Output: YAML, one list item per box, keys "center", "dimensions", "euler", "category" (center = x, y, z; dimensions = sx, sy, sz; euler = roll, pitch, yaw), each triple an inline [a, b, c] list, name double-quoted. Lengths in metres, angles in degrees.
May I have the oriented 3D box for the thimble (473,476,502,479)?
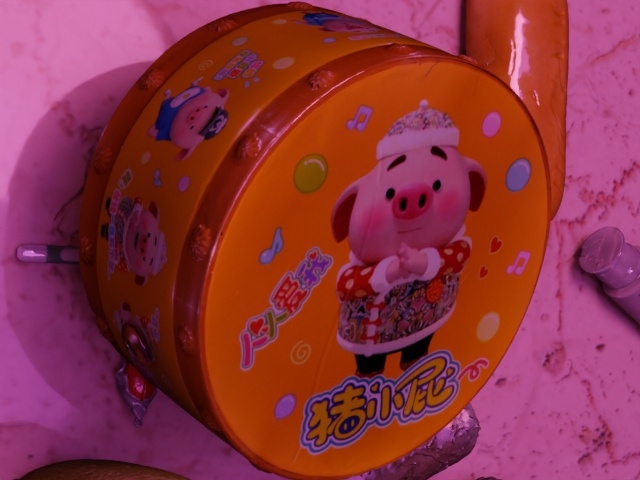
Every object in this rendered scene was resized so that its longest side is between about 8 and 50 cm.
- center: [0.193, 0.345, 1.388]
  dimensions: [0.118, 0.090, 0.135]
  euler: [47, 66, -22]
  category: "thimble"

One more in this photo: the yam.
- center: [0.073, 0.228, 1.319]
  dimensions: [0.183, 0.107, 0.107]
  euler: [-23, 99, -25]
  category: "yam"

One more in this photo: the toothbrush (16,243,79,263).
- center: [-0.179, 0.019, 1.235]
  dimensions: [0.257, 0.024, 0.018]
  euler: [4, 86, -27]
  category: "toothbrush"

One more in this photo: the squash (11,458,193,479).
- center: [-0.189, 0.290, 1.084]
  dimensions: [0.189, 0.260, 0.189]
  euler: [1, 87, -32]
  category: "squash"

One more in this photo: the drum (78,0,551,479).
- center: [0.000, 0.000, 1.145]
  dimensions: [0.431, 0.214, 0.431]
  euler: [-18, 121, -34]
  category: "drum"

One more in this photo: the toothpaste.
- center: [0.442, 0.084, 1.553]
  dimensions: [0.299, 0.073, 0.114]
  euler: [35, 73, -31]
  category: "toothpaste"

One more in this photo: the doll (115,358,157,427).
- center: [-0.183, 0.130, 1.220]
  dimensions: [0.057, 0.039, 0.114]
  euler: [22, 67, -54]
  category: "doll"

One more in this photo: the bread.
- center: [0.233, -0.168, 1.432]
  dimensions: [0.142, 0.091, 0.305]
  euler: [4, 87, -34]
  category: "bread"
